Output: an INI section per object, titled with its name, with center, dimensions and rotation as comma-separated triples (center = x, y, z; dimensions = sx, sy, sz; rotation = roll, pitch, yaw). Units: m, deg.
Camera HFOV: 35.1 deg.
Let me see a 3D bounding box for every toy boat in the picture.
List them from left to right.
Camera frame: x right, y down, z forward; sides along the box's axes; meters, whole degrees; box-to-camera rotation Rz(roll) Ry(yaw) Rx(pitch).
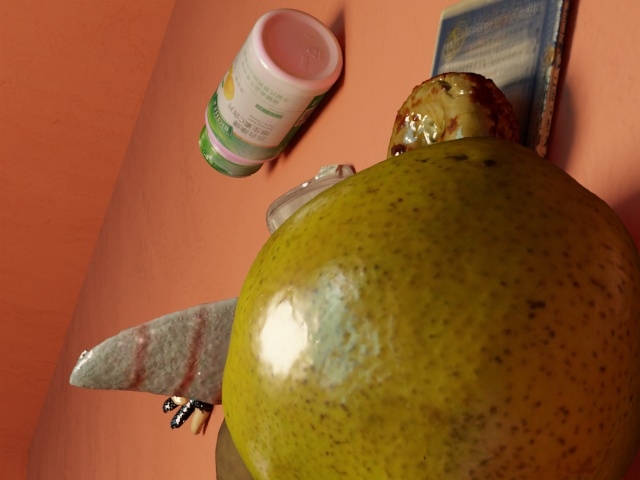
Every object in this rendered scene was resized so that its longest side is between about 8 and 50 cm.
[toy boat]
center = -0.140, 0.140, 1.171
dimensions = 0.096, 0.282, 0.206
rotation = -118, 44, -58

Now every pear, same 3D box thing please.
[pear]
center = 0.081, 0.070, 0.671
dimensions = 0.294, 0.294, 0.294
rotation = -167, 90, -69

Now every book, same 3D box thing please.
[book]
center = 0.145, -0.085, 0.939
dimensions = 0.228, 0.018, 0.322
rotation = -179, 101, -68

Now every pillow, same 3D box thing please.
[pillow]
center = 0.000, 0.000, 1.179
dimensions = 0.131, 0.038, 0.232
rotation = -29, 41, 11

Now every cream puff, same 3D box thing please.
[cream puff]
center = 0.117, -0.072, 0.863
dimensions = 0.149, 0.084, 0.149
rotation = -36, 49, 56

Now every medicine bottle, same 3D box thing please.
[medicine bottle]
center = -0.081, -0.197, 1.432
dimensions = 0.274, 0.133, 0.133
rotation = 133, 144, -55

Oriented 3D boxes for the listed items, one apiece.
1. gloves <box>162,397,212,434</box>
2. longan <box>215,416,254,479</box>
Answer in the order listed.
[gloves]
center = -0.203, 0.211, 1.588
dimensions = 0.129, 0.106, 0.180
rotation = -21, 87, 67
[longan]
center = -0.022, 0.213, 1.008
dimensions = 0.189, 0.189, 0.189
rotation = -167, 90, -69
